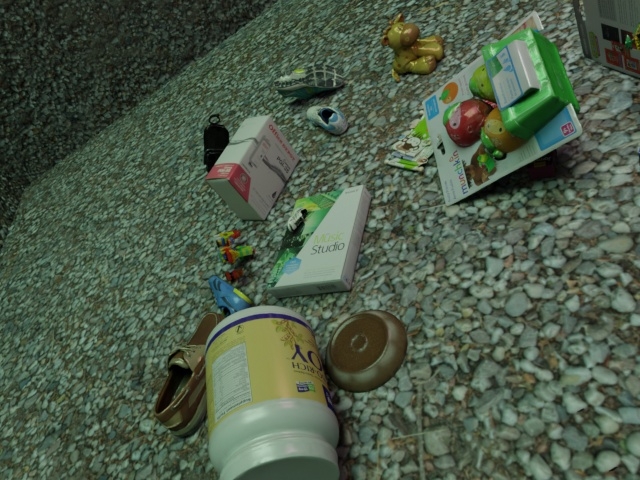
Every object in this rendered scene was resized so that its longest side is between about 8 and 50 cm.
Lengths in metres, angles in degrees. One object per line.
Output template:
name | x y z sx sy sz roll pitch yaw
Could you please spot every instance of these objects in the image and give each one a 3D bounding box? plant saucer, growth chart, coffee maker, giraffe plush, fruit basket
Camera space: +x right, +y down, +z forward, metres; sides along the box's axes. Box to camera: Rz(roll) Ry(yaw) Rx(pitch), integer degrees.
plant saucer | 0.089 0.228 1.070 0.198 0.036 0.198 -21 43 21
growth chart | 0.285 -0.289 1.423 0.172 0.021 0.237 17 64 47
coffee maker | -0.408 -0.367 1.919 0.120 0.171 0.178 -18 43 0
giraffe plush | 0.289 -0.657 1.651 0.210 0.170 0.181 -14 46 28
fruit basket | 0.386 -0.297 1.149 0.353 0.165 0.327 -28 60 42

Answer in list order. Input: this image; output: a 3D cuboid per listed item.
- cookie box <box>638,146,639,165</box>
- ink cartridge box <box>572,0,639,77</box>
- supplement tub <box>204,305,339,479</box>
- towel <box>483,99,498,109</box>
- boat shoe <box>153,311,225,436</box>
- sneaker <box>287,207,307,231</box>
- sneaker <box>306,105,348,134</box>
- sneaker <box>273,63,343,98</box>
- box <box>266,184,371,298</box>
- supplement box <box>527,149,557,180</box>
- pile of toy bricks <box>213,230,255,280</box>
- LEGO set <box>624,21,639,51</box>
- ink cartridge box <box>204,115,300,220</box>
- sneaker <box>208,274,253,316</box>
cookie box | 0.705 -0.194 0.987 0.107 0.040 0.092 5 55 41
ink cartridge box | 0.707 -0.532 1.096 0.130 0.309 0.272 -36 40 3
supplement tub | -0.099 0.319 0.967 0.241 0.241 0.331 -31 40 10
towel | 0.506 -0.398 1.279 0.199 0.031 0.275 -33 29 37
boat shoe | -0.318 0.313 1.240 0.123 0.116 0.324 -14 45 28
sneaker | -0.063 -0.060 1.378 0.037 0.032 0.083 -5 51 36
sneaker | 0.014 -0.437 1.725 0.085 0.086 0.237 -44 38 -3
sneaker | -0.041 -0.607 1.915 0.275 0.110 0.107 0 69 17
box | 0.000 0.000 1.338 0.232 0.058 0.322 -10 46 31
supplement box | 0.507 -0.184 1.131 0.055 0.043 0.083 -6 50 34
pile of toy bricks | -0.248 0.038 1.479 0.105 0.118 0.212 -15 19 -14
LEGO set | 0.741 -0.335 0.880 0.331 0.255 0.192 -6 24 31
ink cartridge box | -0.213 -0.236 1.611 0.117 0.207 0.283 3 55 38
sneaker | -0.273 0.160 1.390 0.209 0.069 0.082 24 73 47
